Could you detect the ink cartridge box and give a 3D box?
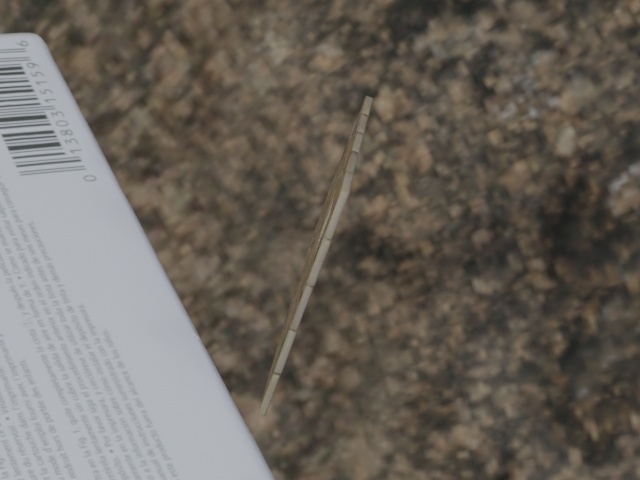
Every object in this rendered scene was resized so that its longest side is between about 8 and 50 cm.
[{"bbox_3d":[-0.173,0.036,0.628,0.239,0.060,0.275,-8,51,-31],"label":"ink cartridge box"}]

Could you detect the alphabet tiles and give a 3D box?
[{"bbox_3d":[0.000,0.000,1.313,0.009,0.198,0.237,19,26,-2],"label":"alphabet tiles"}]
